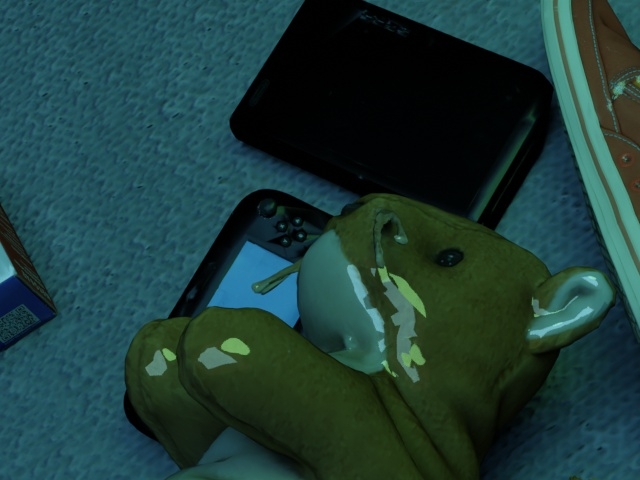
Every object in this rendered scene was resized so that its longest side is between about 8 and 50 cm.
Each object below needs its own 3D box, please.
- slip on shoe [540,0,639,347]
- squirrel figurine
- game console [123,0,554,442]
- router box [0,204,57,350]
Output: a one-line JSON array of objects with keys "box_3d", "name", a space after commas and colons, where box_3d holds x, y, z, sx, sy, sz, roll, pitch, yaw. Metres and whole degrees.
[{"box_3d": [0.215, -0.062, 1.186, 0.101, 0.123, 0.331, -18, 47, 7], "name": "slip on shoe"}, {"box_3d": [0.051, 0.175, 1.090, 0.397, 0.281, 0.370, 44, 57, -5], "name": "squirrel figurine"}, {"box_3d": [0.000, 0.000, 1.281, 0.213, 0.044, 0.361, 24, 75, 24], "name": "game console"}, {"box_3d": [-0.413, 0.018, 1.367, 0.335, 0.082, 0.301, -32, 62, 0], "name": "router box"}]
